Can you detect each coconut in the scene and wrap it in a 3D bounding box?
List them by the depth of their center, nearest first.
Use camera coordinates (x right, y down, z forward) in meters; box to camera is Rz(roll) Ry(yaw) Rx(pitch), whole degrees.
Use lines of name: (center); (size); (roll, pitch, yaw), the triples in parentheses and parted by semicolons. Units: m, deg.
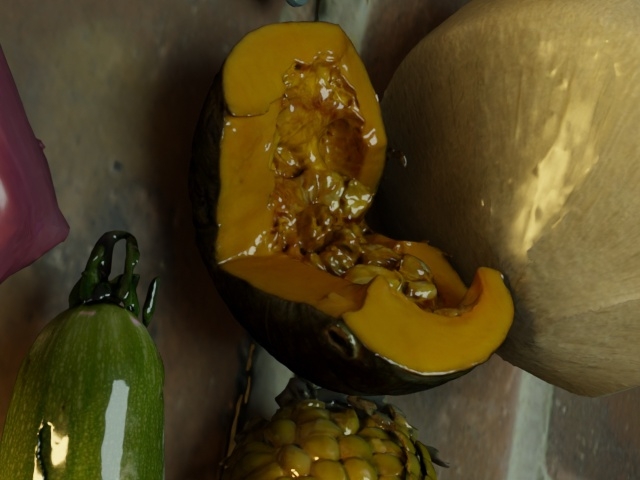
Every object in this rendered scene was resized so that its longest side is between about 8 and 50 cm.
coconut: (0.149, -0.034, 0.702); (0.266, 0.237, 0.237); (-45, 120, -49)

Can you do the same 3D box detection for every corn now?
corn: (0.003, 0.187, 0.524); (0.115, 0.115, 0.318); (54, 20, -32)

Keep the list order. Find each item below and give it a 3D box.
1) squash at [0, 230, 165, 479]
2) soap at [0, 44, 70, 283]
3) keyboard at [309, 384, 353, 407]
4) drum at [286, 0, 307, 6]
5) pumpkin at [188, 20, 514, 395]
squash: (-0.092, 0.157, 0.510); (0.071, 0.080, 0.318); (-111, -164, -87)
soap: (-0.208, -0.103, 0.294); (0.127, 0.220, 0.325); (-44, 121, -47)
keyboard: (0.008, 0.041, 0.689); (0.055, 0.017, 0.166); (-4, 90, -50)
drum: (-0.063, -0.202, 0.601); (0.253, 0.049, 0.130); (18, 73, -48)
pumpkin: (0.000, 0.000, 0.606); (0.119, 0.107, 0.183); (-11, 67, -43)
